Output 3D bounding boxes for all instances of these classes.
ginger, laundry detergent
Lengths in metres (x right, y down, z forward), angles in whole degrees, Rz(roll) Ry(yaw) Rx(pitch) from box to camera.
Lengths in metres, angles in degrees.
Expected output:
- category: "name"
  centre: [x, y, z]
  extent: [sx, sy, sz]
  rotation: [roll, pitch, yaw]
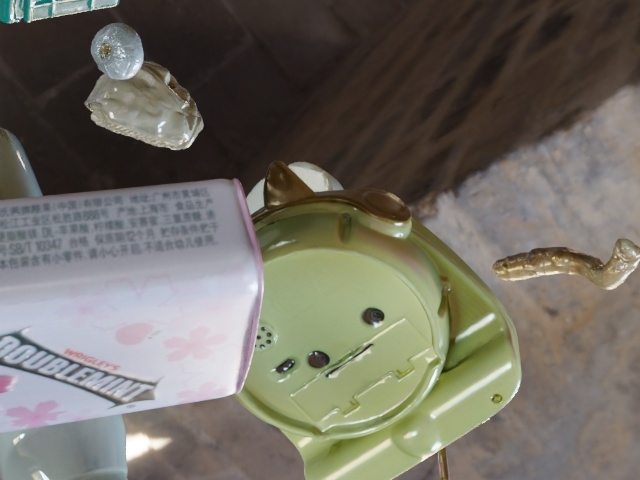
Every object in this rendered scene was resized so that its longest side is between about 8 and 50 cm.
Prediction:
- category: "ginger"
  centre: [0.380, 0.037, 1.701]
  extent: [0.089, 0.288, 0.075]
  rotation: [9, 84, -32]
- category: "laundry detergent"
  centre: [-0.268, 0.119, 0.997]
  extent: [0.125, 0.264, 0.397]
  rotation: [-17, 65, -27]

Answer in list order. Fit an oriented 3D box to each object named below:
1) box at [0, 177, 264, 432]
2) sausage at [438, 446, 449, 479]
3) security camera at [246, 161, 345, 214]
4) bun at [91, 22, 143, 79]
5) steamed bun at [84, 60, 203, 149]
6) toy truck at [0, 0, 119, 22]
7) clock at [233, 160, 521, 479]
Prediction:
- category: "box"
  centre: [-0.235, 0.060, 0.753]
  extent: [0.370, 0.190, 0.112]
  rotation: [-8, 54, -16]
- category: "sausage"
  centre: [0.199, 0.354, 1.762]
  extent: [0.015, 0.015, 0.100]
  rotation: [35, 35, -30]
- category: "security camera"
  centre: [0.000, 0.000, 1.802]
  extent: [0.236, 0.195, 0.194]
  rotation: [38, 42, -46]
- category: "bun"
  centre: [-0.276, -0.255, 1.464]
  extent: [0.045, 0.083, 0.083]
  rotation: [-13, 78, -49]
- category: "steamed bun"
  centre: [-0.318, -0.256, 1.985]
  extent: [0.218, 0.211, 0.144]
  rotation: [17, 88, -26]
- category: "toy truck"
  centre: [-0.279, -0.317, 1.192]
  extent: [0.253, 0.114, 0.124]
  rotation: [-17, 55, -30]
- category: "clock"
  centre: [0.013, 0.088, 1.143]
  extent: [0.348, 0.286, 0.117]
  rotation: [47, 21, -17]
